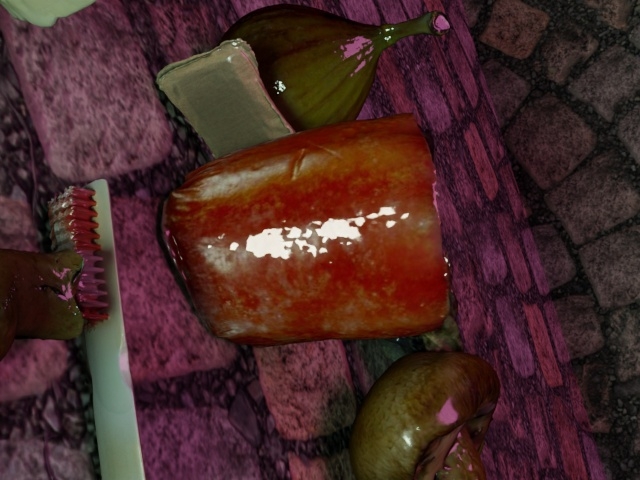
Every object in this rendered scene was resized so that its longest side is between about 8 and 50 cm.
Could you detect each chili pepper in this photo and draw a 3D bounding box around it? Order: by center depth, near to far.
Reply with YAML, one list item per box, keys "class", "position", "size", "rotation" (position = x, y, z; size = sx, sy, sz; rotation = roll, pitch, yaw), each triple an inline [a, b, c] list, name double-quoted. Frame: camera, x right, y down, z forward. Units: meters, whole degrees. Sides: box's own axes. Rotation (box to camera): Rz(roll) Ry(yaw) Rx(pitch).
- class: "chili pepper"
  position: [0.000, 0.000, 0.979]
  size: [0.229, 0.305, 0.251]
  rotation: [-77, 153, -62]

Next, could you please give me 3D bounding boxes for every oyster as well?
- class: "oyster"
  position: [0.128, 0.134, 1.293]
  size: [0.221, 0.096, 0.361]
  rotation: [41, -15, 53]

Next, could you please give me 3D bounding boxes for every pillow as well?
- class: "pillow"
  position: [-0.098, -0.141, 1.018]
  size: [0.211, 0.135, 0.034]
  rotation: [57, 28, -32]

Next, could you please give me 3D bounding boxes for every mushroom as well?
- class: "mushroom"
  position: [0.137, 0.275, 1.126]
  size: [0.283, 0.195, 0.263]
  rotation: [-70, 170, -48]

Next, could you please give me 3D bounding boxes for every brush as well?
- class: "brush"
  position: [-0.197, 0.100, 0.732]
  size: [0.050, 0.060, 0.321]
  rotation: [7, 65, -49]

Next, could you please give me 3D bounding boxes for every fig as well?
- class: "fig"
  position: [0.023, -0.229, 1.107]
  size: [0.217, 0.320, 0.217]
  rotation: [-14, 90, -68]

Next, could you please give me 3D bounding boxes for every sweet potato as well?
- class: "sweet potato"
  position: [-0.256, 0.083, 0.586]
  size: [0.112, 0.085, 0.286]
  rotation: [65, 25, -22]

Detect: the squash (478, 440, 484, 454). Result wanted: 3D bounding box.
- class: "squash"
  position: [0.213, 0.248, 1.442]
  size: [0.292, 0.082, 0.082]
  rotation: [65, 25, -10]

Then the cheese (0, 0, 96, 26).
- class: "cheese"
  position: [-0.205, -0.364, 0.716]
  size: [0.153, 0.332, 0.292]
  rotation: [36, 29, -51]
